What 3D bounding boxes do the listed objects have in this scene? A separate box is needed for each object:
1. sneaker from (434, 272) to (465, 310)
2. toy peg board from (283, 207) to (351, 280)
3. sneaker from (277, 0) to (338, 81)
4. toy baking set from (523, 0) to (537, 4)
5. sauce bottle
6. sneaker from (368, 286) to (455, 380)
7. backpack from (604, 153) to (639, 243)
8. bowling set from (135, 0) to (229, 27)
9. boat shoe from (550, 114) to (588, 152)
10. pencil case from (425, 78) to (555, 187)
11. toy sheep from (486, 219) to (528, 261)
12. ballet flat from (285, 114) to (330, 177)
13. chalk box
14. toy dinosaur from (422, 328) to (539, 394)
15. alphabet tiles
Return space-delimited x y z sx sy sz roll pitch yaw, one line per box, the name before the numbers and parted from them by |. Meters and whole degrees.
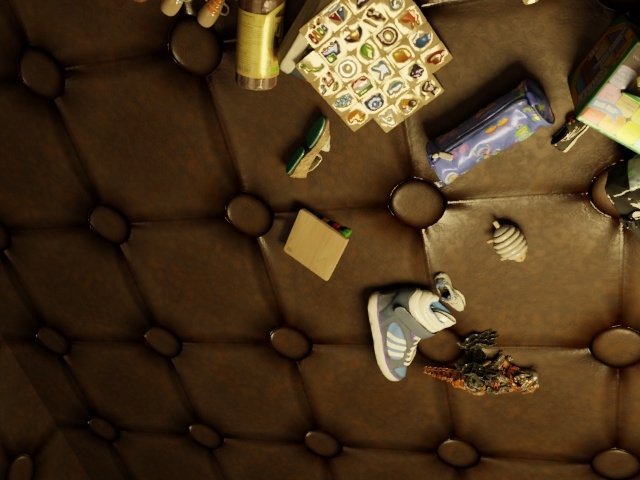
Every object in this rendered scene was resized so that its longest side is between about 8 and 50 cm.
sneaker | 0.364 0.158 1.765 0.052 0.058 0.135 -29 111 32
toy peg board | 0.000 0.000 1.779 0.160 0.079 0.161 35 127 13
sneaker | 0.046 -0.509 1.394 0.148 0.131 0.350 23 124 -25
toy baking set | 0.463 -0.608 1.232 0.196 0.030 0.256 38 126 -9
sauce bottle | -0.136 -0.524 1.435 0.111 0.111 0.344 16 128 8
sneaker | 0.285 0.284 1.830 0.236 0.130 0.323 -4 116 25
backpack | 0.849 -0.125 1.315 0.290 0.273 0.355 44 145 -17
bowling set | -0.333 -0.604 1.399 0.287 0.200 0.154 40 124 -15
boat shoe | 0.579 -0.261 1.417 0.042 0.049 0.133 23 132 -8
pencil case | 0.382 -0.246 1.443 0.306 0.133 0.119 -31 76 31
toy sheep | 0.485 0.003 1.606 0.132 0.091 0.091 47 124 -9
ballet flat | -0.017 -0.241 1.627 0.067 0.073 0.206 16 135 -28
chalk box | 0.627 -0.297 1.227 0.180 0.289 0.179 29 127 -2
toy dinosaur | 0.477 0.403 1.847 0.321 0.164 0.218 -16 135 3
alphabet tiles | 0.122 -0.405 1.403 0.285 0.011 0.342 -35 126 18
